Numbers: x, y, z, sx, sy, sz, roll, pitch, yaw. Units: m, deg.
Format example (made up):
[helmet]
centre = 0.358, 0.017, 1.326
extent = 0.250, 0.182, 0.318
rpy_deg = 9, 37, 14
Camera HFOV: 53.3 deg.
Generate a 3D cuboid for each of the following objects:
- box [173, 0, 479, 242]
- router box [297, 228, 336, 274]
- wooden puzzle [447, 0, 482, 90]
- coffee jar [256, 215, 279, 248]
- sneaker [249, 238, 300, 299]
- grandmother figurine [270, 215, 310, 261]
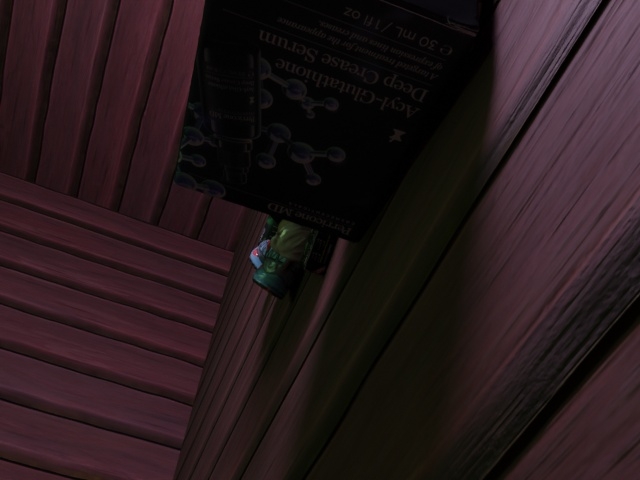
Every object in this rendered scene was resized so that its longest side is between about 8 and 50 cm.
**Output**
[box]
centre = -0.009, -0.226, 0.866
extent = 0.395, 0.294, 0.211
rpy_deg = 116, 169, -50
[router box]
centre = 0.000, 0.000, 1.162
extent = 0.092, 0.038, 0.122
rpy_deg = -170, 100, -79
[wooden puzzle]
centre = 0.174, -0.249, 0.788
extent = 0.078, 0.014, 0.116
rpy_deg = 128, 159, -61
[coffee jar]
centre = -0.113, -0.017, 1.678
extent = 0.096, 0.079, 0.184
rpy_deg = -105, 35, -74
[sneaker]
centre = -0.082, 0.040, 1.436
extent = 0.125, 0.104, 0.262
rpy_deg = -51, 17, 7
[grandmother figurine]
centre = -0.092, -0.106, 1.298
extent = 0.104, 0.208, 0.342
rpy_deg = -32, 63, 16
